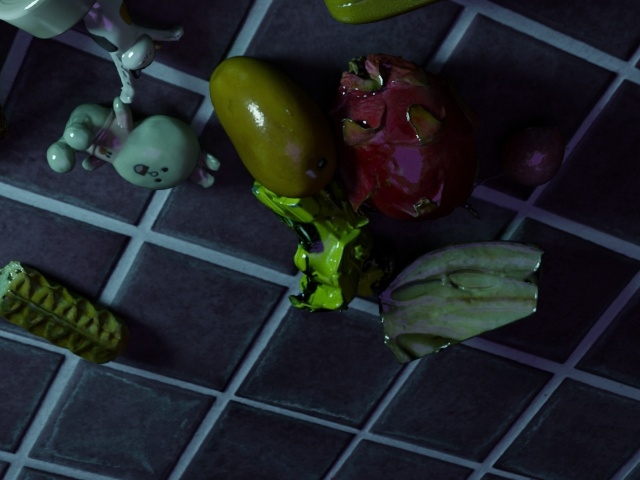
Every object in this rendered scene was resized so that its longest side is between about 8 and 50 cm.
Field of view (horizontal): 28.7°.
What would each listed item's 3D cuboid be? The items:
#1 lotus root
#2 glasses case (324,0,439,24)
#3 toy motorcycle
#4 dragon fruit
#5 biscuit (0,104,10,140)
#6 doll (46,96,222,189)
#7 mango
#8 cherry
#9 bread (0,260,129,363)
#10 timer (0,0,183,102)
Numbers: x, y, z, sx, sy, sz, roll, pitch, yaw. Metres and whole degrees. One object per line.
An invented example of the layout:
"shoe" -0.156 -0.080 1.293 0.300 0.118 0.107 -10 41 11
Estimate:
"lotus root" 0.261 0.102 2.277 0.314 0.142 0.210 -9 94 2
"glasses case" 0.175 -0.428 1.815 0.371 0.173 0.141 -20 127 9
"toy motorcycle" -0.001 -0.001 2.143 0.206 0.142 0.342 -50 128 -19
"dragon fruit" 0.134 -0.147 2.000 0.250 0.250 0.315 -7 131 -4
"biscuit" -0.539 -0.179 1.885 0.131 0.025 0.231 -27 167 -13
"doll" -0.295 -0.154 1.998 0.275 0.113 0.155 9 135 -24
"mango" -0.075 -0.181 1.932 0.254 0.139 0.175 52 151 0
"cherry" 0.337 -0.115 2.146 0.107 0.090 0.225 18 132 -26
"bread" -0.455 0.135 2.204 0.269 0.098 0.087 33 158 -30
"timer" -0.329 -0.329 1.837 0.175 0.175 0.266 -35 136 17
